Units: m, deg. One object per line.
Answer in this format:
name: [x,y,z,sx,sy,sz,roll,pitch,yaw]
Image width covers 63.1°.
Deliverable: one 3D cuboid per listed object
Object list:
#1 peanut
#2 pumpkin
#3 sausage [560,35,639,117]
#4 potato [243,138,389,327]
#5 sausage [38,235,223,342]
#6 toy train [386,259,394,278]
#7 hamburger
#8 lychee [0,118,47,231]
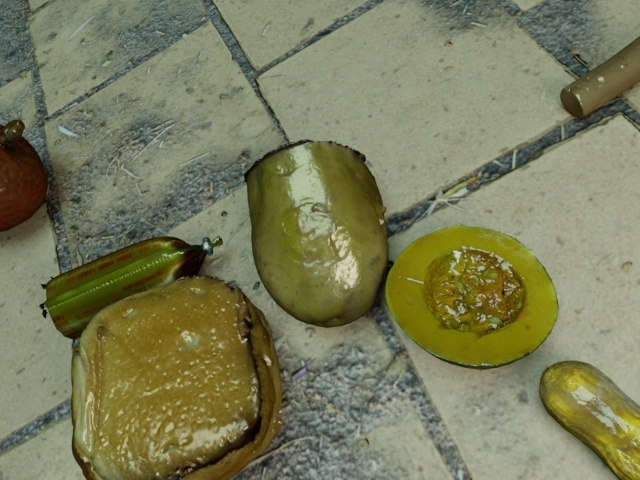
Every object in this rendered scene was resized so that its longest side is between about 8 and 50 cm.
peanut: [0.347,0.221,0.600,0.087,0.087,0.206,-43,56,-5]
pumpkin: [0.207,0.091,0.716,0.217,0.110,0.217,-8,50,10]
sausage: [0.515,-0.300,0.823,0.301,0.066,0.066,-37,58,1]
potato: [0.000,0.000,0.790,0.229,0.229,0.266,-14,75,13]
sausage: [-0.316,0.059,0.901,0.317,0.125,0.117,-24,59,7]
toy train: [0.119,0.070,0.785,0.029,0.045,0.092,-27,60,3]
hamburger: [-0.201,0.207,0.753,0.284,0.174,0.304,-18,59,8]
lychee: [-0.692,-0.138,1.073,0.255,0.255,0.300,45,117,32]
